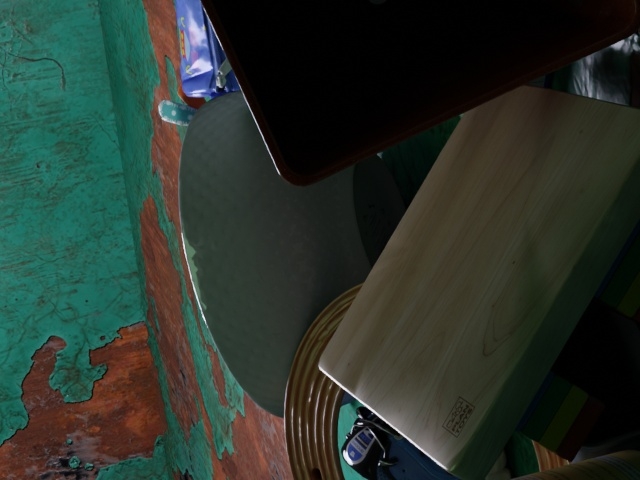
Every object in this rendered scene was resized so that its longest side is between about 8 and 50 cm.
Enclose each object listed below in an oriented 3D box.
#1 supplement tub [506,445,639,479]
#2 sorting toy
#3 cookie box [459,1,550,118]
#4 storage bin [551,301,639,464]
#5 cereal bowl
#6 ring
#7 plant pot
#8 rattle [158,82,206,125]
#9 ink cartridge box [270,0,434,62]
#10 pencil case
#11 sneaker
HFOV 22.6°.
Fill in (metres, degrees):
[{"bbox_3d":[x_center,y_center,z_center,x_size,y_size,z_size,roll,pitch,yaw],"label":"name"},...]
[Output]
[{"bbox_3d":[0.132,0.282,1.069,0.241,0.331,0.241,169,90,-76],"label":"supplement tub"},{"bbox_3d":[0.137,0.029,1.109,0.257,0.089,0.255,-60,23,0],"label":"sorting toy"},{"bbox_3d":[0.144,-0.125,1.281,0.092,0.040,0.107,-114,20,-45],"label":"cookie box"},{"bbox_3d":[0.195,0.113,1.195,0.091,0.098,0.135,81,169,-55],"label":"storage bin"},{"bbox_3d":[0.000,0.000,1.579,0.339,0.141,0.339,-15,-90,-69],"label":"cereal bowl"},{"bbox_3d":[0.104,0.191,1.385,0.336,0.032,0.337,11,108,37],"label":"ring"},{"bbox_3d":[0.033,-0.225,1.145,0.236,0.267,0.267,-122,7,-78],"label":"plant pot"},{"bbox_3d":[-0.122,-0.132,2.062,0.143,0.130,0.200,150,95,-85],"label":"rattle"},{"bbox_3d":[0.009,-0.224,1.399,0.232,0.171,0.168,143,117,-83],"label":"ink cartridge box"},{"bbox_3d":[-0.133,-0.320,2.011,0.133,0.119,0.306,-92,-5,-71],"label":"pencil case"},{"bbox_3d":[0.094,0.164,1.487,0.130,0.147,0.330,-151,51,-71],"label":"sneaker"}]
